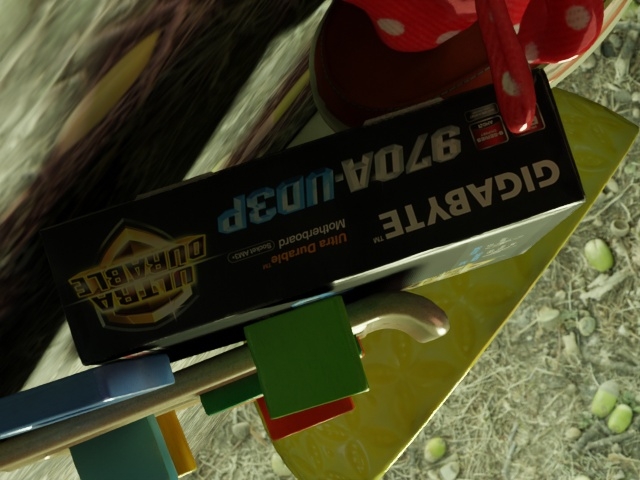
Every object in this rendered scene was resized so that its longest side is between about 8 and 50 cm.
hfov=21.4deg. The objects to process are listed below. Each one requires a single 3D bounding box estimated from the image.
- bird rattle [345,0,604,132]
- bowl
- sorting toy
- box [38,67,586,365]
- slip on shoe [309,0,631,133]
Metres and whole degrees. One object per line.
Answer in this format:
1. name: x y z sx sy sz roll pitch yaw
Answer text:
1. bird rattle: 0.099 -0.151 0.518 0.253 0.143 0.207 -3 112 -31
2. bowl: 0.039 0.003 1.002 0.289 0.156 0.289 -51 176 -5
3. sorting toy: -0.044 0.069 0.673 0.196 0.047 0.348 -17 176 0
4. box: 0.000 0.000 0.650 0.175 0.051 0.220 -18 175 -1
5. slip on shoe: 0.101 -0.169 0.663 0.331 0.123 0.101 -47 143 21
